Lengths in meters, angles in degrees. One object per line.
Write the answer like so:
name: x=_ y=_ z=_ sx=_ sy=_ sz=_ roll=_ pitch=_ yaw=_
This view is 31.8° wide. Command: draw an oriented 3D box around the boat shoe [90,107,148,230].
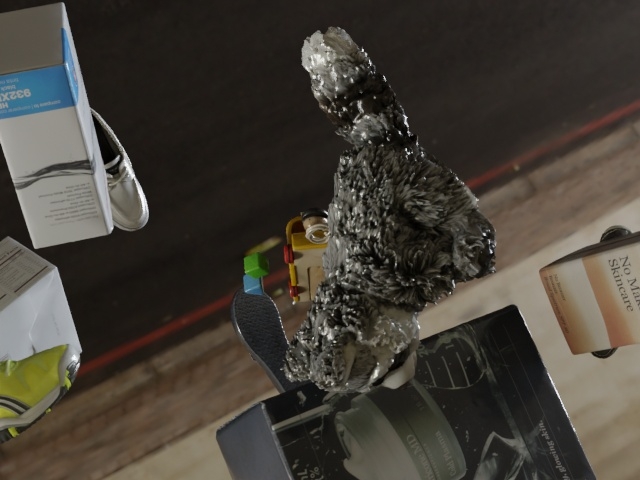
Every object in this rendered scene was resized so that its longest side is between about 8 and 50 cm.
boat shoe: x=-0.407 y=-0.140 z=2.166 sx=0.096 sy=0.267 sz=0.088 roll=-26 pitch=-170 yaw=-21

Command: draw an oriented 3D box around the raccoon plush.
raccoon plush: x=0.014 y=-0.012 z=1.471 sx=0.299 sy=0.446 sz=0.216 roll=-34 pitch=173 yaw=-16

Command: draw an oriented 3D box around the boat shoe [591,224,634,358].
boat shoe: x=0.467 y=0.091 z=1.827 sx=0.081 sy=0.227 sz=0.069 roll=8 pitch=-164 yaw=13

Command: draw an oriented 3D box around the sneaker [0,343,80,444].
sneaker: x=-0.579 y=0.266 z=1.846 sx=0.385 sy=0.147 sz=0.145 roll=-29 pitch=-165 yaw=-8

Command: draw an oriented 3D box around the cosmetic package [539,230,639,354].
cosmetic package: x=0.482 y=0.062 z=1.634 sx=0.129 sy=0.153 sz=0.296 roll=-22 pitch=179 yaw=-36

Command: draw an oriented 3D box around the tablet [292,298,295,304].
tablet: x=-0.025 y=0.072 z=2.006 sx=0.083 sy=0.006 sz=0.054 roll=-57 pitch=-173 yaw=27

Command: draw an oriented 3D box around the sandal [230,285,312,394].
sandal: x=-0.106 y=0.206 z=2.190 sx=0.097 sy=0.254 sz=0.054 roll=-35 pitch=-167 yaw=-32

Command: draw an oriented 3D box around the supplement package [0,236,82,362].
supplement package: x=-0.606 y=0.167 z=2.180 sx=0.204 sy=0.145 sz=0.262 roll=-43 pitch=148 yaw=-32

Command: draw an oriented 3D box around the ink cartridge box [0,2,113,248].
ink cartridge box: x=-0.422 y=-0.178 z=1.748 sx=0.129 sy=0.223 sz=0.307 roll=-12 pitch=127 yaw=-7

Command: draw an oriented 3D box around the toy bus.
toy bus: x=-0.005 y=0.007 z=1.650 sx=0.191 sy=0.104 sz=0.202 roll=23 pitch=137 yaw=-39

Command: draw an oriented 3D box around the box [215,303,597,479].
box: x=0.158 y=0.417 z=1.766 sx=0.472 sy=0.480 sz=0.297 roll=-19 pitch=168 yaw=-23
